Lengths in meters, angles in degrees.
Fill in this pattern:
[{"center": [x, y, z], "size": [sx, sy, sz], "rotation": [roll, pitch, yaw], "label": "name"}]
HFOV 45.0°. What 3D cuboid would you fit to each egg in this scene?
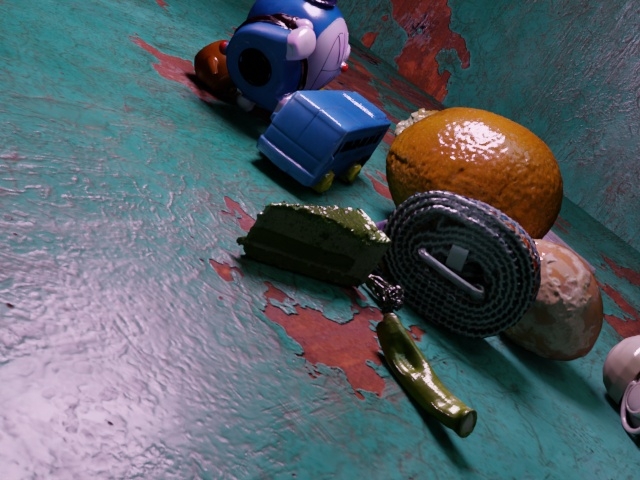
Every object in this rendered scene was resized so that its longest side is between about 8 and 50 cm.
[{"center": [0.410, 0.110, 1.397], "size": [0.233, 0.195, 0.195], "rotation": [52, 21, 0], "label": "egg"}]

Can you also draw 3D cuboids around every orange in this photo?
[{"center": [0.305, -0.112, 1.575], "size": [0.357, 0.322, 0.322], "rotation": [35, 19, 22], "label": "orange"}]

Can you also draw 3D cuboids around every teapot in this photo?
[{"center": [-0.210, -0.366, 1.681], "size": [0.116, 0.116, 0.173], "rotation": [37, 9, 10], "label": "teapot"}]

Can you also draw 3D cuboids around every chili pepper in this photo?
[{"center": [0.132, 0.179, 1.012], "size": [0.201, 0.052, 0.050], "rotation": [51, -4, 42], "label": "chili pepper"}]

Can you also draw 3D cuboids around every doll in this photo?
[{"center": [-0.065, -0.412, 1.630], "size": [0.240, 0.284, 0.310], "rotation": [35, 40, 6], "label": "doll"}]

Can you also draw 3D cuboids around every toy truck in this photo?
[{"center": [0.013, -0.211, 1.567], "size": [0.161, 0.162, 0.385], "rotation": [38, 21, 9], "label": "toy truck"}]

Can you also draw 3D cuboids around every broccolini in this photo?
[{"center": [0.054, 0.044, 1.245], "size": [0.218, 0.042, 0.044], "rotation": [39, 21, 32], "label": "broccolini"}]

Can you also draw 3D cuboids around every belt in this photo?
[{"center": [0.221, 0.027, 1.273], "size": [0.295, 0.207, 0.160], "rotation": [41, 19, 12], "label": "belt"}]

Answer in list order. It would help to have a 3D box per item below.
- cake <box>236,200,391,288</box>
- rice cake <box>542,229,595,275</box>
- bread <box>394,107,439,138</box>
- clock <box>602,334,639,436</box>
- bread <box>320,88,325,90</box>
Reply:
[{"center": [-0.003, 0.006, 1.129], "size": [0.099, 0.100, 0.235], "rotation": [45, 22, 29], "label": "cake"}, {"center": [0.658, 0.006, 2.214], "size": [0.106, 0.050, 0.298], "rotation": [13, 28, -46], "label": "rice cake"}, {"center": [0.331, -0.215, 2.018], "size": [0.252, 0.196, 0.238], "rotation": [7, 32, -46], "label": "bread"}, {"center": [0.680, 0.322, 1.352], "size": [0.326, 0.184, 0.342], "rotation": [24, 17, -14], "label": "clock"}, {"center": [-0.072, -0.377, 1.889], "size": [0.166, 0.112, 0.383], "rotation": [18, 25, -36], "label": "bread"}]
